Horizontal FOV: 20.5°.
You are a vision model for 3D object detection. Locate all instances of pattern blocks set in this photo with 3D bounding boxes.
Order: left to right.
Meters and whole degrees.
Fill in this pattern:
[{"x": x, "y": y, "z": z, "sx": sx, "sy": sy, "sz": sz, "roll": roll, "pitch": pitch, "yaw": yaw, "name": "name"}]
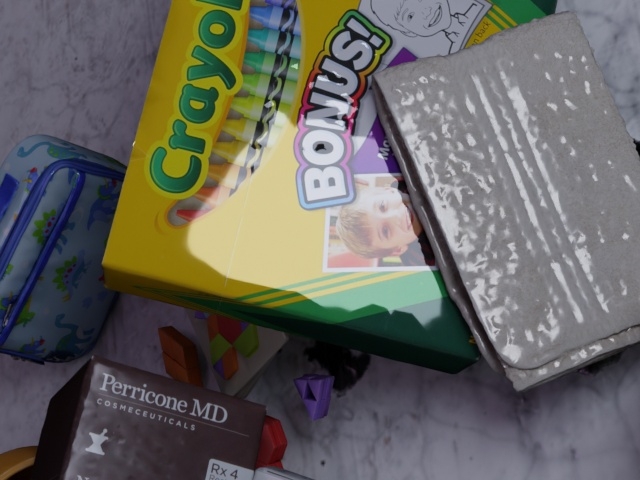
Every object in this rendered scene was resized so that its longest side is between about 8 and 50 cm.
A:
[{"x": -0.088, "y": 0.049, "z": 1.629, "sx": 0.325, "sy": 0.026, "sz": 0.285, "roll": 54, "pitch": 138, "yaw": 31, "name": "pattern blocks set"}]

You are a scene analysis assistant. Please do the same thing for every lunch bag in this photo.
[{"x": -0.272, "y": 0.012, "z": 1.761, "sx": 0.090, "sy": 0.176, "sz": 0.219, "roll": 34, "pitch": 98, "yaw": 38, "name": "lunch bag"}]

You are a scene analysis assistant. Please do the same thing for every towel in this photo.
[{"x": 0.174, "y": -0.033, "z": 1.417, "sx": 0.187, "sy": 0.049, "sz": 0.282, "roll": -20, "pitch": 82, "yaw": -13, "name": "towel"}]

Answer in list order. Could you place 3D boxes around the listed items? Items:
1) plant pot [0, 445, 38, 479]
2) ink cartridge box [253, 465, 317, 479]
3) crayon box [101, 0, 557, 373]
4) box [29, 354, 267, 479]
[{"x": -0.301, "y": 0.290, "z": 1.712, "sx": 0.188, "sy": 0.205, "sz": 0.205, "roll": 8, "pitch": 83, "yaw": 54, "name": "plant pot"}, {"x": 0.025, "y": 0.373, "z": 1.514, "sx": 0.261, "sy": 0.066, "sz": 0.296, "roll": 17, "pitch": 89, "yaw": 19, "name": "ink cartridge box"}, {"x": 0.012, "y": -0.103, "z": 1.487, "sx": 0.313, "sy": 0.106, "sz": 0.363, "roll": 14, "pitch": 77, "yaw": -5, "name": "crayon box"}, {"x": -0.166, "y": 0.235, "z": 1.549, "sx": 0.167, "sy": 0.168, "sz": 0.203, "roll": 139, "pitch": 146, "yaw": -63, "name": "box"}]
